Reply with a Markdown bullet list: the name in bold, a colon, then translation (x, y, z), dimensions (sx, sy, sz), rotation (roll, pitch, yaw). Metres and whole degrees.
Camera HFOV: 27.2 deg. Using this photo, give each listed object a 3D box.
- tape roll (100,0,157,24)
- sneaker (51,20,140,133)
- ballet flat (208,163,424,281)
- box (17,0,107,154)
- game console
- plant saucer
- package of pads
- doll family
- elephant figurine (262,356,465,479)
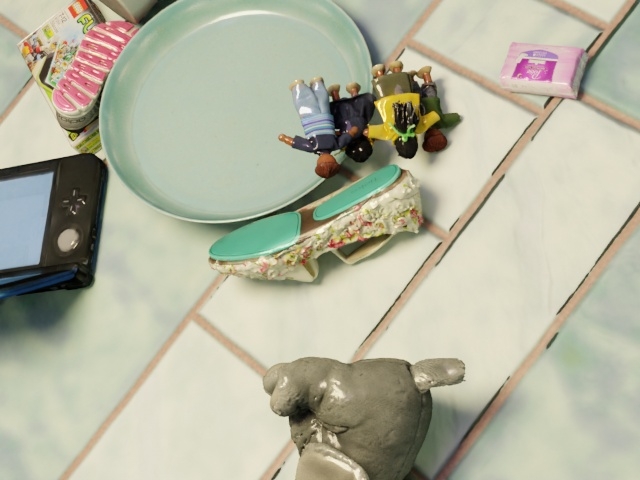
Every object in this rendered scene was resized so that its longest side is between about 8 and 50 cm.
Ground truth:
- **tape roll**: translation (-0.343, -0.411, 1.563), dimensions (0.072, 0.392, 0.392), rotation (-48, 55, -2)
- **sneaker**: translation (-0.267, -0.192, 1.570), dimensions (0.063, 0.075, 0.170), rotation (25, 54, 2)
- **ballet flat**: translation (0.000, 0.000, 1.376), dimensions (0.241, 0.077, 0.091), rotation (-22, 27, 16)
- **box**: translation (-0.296, -0.209, 1.655), dimensions (0.114, 0.036, 0.207), rotation (-38, 55, 5)
- **game console**: translation (-0.425, -0.002, 1.537), dimensions (0.293, 0.173, 0.250), rotation (-8, 63, 23)
- **plant saucer**: translation (-0.093, -0.154, 1.490), dimensions (0.318, 0.043, 0.317), rotation (-6, 64, 12)
- **package of pads**: translation (0.232, -0.176, 1.371), dimensions (0.083, 0.032, 0.050), rotation (10, 70, 31)
- **doll family**: translation (0.052, -0.122, 1.382), dimensions (0.193, 0.076, 0.111), rotation (-12, 74, 1)
- **elephant figurine**: translation (0.023, 0.234, 1.225), dimensions (0.169, 0.186, 0.239), rotation (6, 75, -17)
